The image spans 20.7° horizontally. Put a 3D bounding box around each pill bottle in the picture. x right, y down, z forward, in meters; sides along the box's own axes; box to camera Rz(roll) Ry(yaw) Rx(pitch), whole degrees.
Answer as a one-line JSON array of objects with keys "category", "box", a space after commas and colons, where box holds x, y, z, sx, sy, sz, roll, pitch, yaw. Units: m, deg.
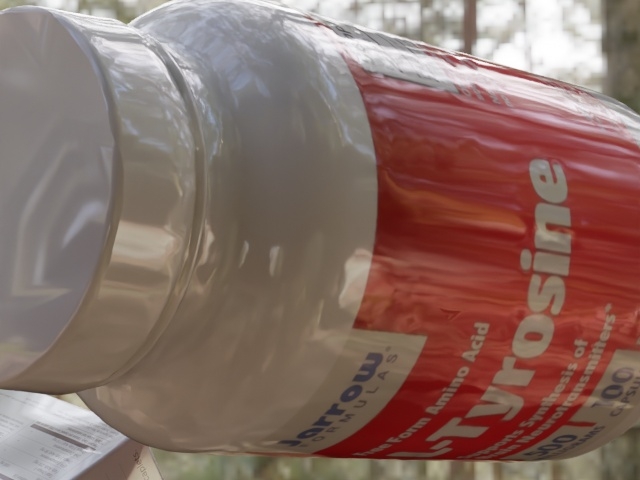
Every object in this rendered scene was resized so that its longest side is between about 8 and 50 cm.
[{"category": "pill bottle", "box": [0.000, 0.000, 0.919, 0.407, 0.229, 0.229, 8, -4, -44]}]

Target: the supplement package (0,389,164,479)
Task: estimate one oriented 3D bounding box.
[{"category": "supplement package", "box": [-0.231, 0.254, 1.133, 0.262, 0.199, 0.198, -36, 28, -31]}]
